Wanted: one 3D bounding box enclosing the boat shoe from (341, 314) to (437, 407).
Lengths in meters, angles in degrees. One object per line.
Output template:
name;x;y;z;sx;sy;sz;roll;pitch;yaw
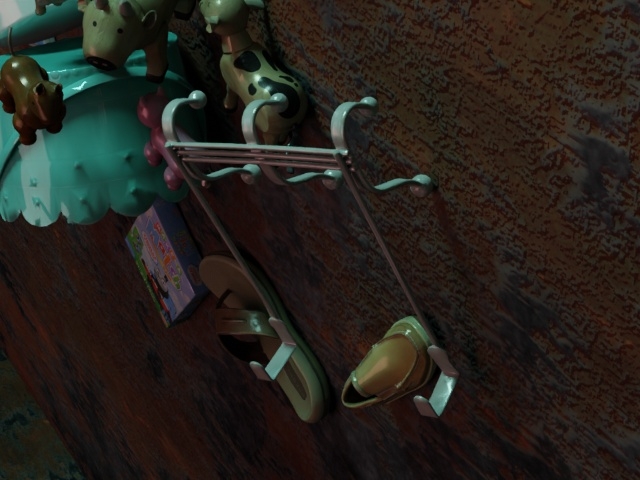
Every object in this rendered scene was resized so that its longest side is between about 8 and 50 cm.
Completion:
boat shoe;0.067;0.140;1.391;0.068;0.072;0.190;59;156;18

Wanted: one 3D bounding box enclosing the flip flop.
flip flop;-0.085;0.124;1.698;0.277;0.080;0.112;56;155;25

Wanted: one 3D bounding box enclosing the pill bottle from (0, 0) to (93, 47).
pill bottle;-0.411;-0.464;1.672;0.407;0.229;0.229;67;157;-1

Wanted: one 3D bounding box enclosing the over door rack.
over door rack;0.000;0.000;1.288;0.239;0.108;0.324;6;126;41

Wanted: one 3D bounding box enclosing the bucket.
bucket;-0.277;-0.145;1.625;0.281;0.281;0.183;25;128;58

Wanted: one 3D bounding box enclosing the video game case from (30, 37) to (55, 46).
video game case;-0.501;-0.415;2.175;0.212;0.023;0.193;27;135;57

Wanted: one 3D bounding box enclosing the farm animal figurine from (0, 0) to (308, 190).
farm animal figurine;-0.180;-0.228;1.417;0.172;0.330;0.326;104;165;-59

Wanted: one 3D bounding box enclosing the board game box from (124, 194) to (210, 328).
board game box;-0.228;0.032;1.976;0.160;0.039;0.211;64;156;8
